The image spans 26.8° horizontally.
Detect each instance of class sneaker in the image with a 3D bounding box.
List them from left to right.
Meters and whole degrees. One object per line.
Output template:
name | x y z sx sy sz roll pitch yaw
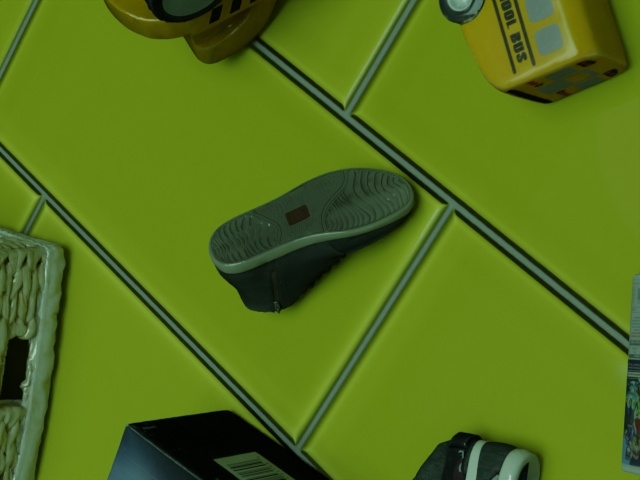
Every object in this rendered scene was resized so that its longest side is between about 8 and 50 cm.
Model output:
sneaker | 0.000 0.000 1.437 0.222 0.118 0.083 -18 56 6
sneaker | 0.136 0.297 1.327 0.121 0.079 0.216 15 89 38

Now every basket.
basket | -0.540 0.132 1.692 0.331 0.266 0.328 14 97 37

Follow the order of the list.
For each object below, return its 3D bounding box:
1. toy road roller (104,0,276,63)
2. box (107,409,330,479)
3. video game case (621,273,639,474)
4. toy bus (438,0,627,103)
toy road roller | -0.090 -0.339 1.461 0.330 0.240 0.202 -29 67 -8
box | -0.099 0.383 1.422 0.296 0.183 0.294 29 106 33
video game case | 0.319 0.117 1.150 0.201 0.023 0.183 170 106 -74
toy bus | 0.176 -0.300 1.292 0.130 0.108 0.332 -22 76 32
